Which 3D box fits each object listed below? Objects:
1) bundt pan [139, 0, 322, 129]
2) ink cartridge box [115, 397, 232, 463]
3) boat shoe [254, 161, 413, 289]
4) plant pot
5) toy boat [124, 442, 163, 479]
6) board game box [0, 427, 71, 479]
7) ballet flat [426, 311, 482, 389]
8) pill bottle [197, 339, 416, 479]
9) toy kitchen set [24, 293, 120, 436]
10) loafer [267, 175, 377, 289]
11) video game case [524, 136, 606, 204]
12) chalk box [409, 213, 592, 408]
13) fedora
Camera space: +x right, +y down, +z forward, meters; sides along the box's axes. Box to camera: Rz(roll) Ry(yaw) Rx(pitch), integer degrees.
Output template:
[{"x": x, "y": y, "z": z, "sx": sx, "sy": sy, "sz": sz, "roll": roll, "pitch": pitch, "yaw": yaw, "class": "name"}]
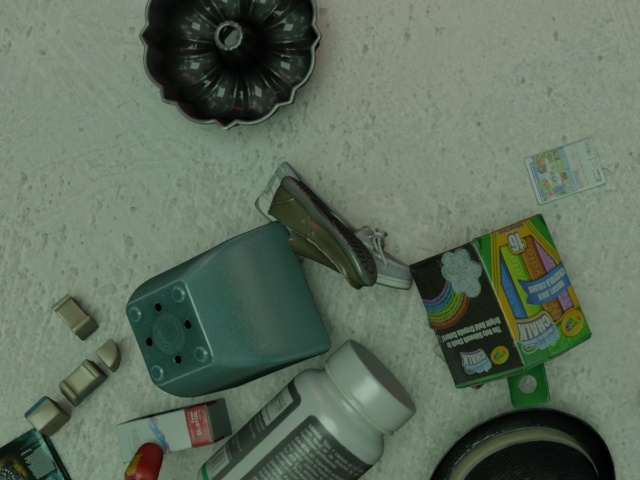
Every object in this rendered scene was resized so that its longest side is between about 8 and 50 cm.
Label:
[{"x": -0.150, "y": -0.356, "z": 1.869, "sx": 0.330, "sy": 0.124, "sz": 0.331, "roll": 0, "pitch": 88, "yaw": 10, "class": "bundt pan"}, {"x": -0.264, "y": 0.342, "z": 1.869, "sx": 0.175, "sy": 0.127, "sz": 0.072, "roll": -14, "pitch": 85, "yaw": 9, "class": "ink cartridge box"}, {"x": 0.034, "y": -0.019, "z": 1.835, "sx": 0.320, "sy": 0.118, "sz": 0.103, "roll": 33, "pitch": 99, "yaw": 16, "class": "boat shoe"}, {"x": -0.179, "y": 0.134, "z": 1.759, "sx": 0.247, "sy": 0.252, "sz": 0.248, "roll": -25, "pitch": 84, "yaw": 32, "class": "plant pot"}, {"x": -0.272, "y": 0.509, "z": 1.800, "sx": 0.267, "sy": 0.148, "sz": 0.318, "roll": -9, "pitch": 122, "yaw": 17, "class": "toy boat"}, {"x": -0.582, "y": 0.451, "z": 1.974, "sx": 0.186, "sy": 0.026, "sz": 0.126, "roll": -30, "pitch": 84, "yaw": 8, "class": "board game box"}, {"x": 0.230, "y": 0.157, "z": 1.823, "sx": 0.079, "sy": 0.077, "sz": 0.222, "roll": -17, "pitch": 81, "yaw": 27, "class": "ballet flat"}, {"x": -0.022, "y": 0.354, "z": 1.788, "sx": 0.361, "sy": 0.204, "sz": 0.204, "roll": -44, "pitch": 82, "yaw": 7, "class": "pill bottle"}, {"x": -0.491, "y": 0.232, "z": 1.937, "sx": 0.207, "sy": 0.122, "sz": 0.166, "roll": -43, "pitch": 81, "yaw": -14, "class": "toy kitchen set"}, {"x": 0.000, "y": 0.000, "z": 1.746, "sx": 0.087, "sy": 0.094, "sz": 0.251, "roll": -47, "pitch": 62, "yaw": 12, "class": "loafer"}, {"x": 0.430, "y": -0.122, "z": 1.818, "sx": 0.122, "sy": 0.011, "sz": 0.087, "roll": -18, "pitch": 86, "yaw": 9, "class": "video game case"}, {"x": 0.309, "y": 0.131, "z": 1.717, "sx": 0.179, "sy": 0.180, "sz": 0.289, "roll": -19, "pitch": 86, "yaw": -36, "class": "chalk box"}, {"x": 0.346, "y": 0.441, "z": 1.702, "sx": 0.334, "sy": 0.152, "sz": 0.334, "roll": -2, "pitch": 104, "yaw": -7, "class": "fedora"}]
